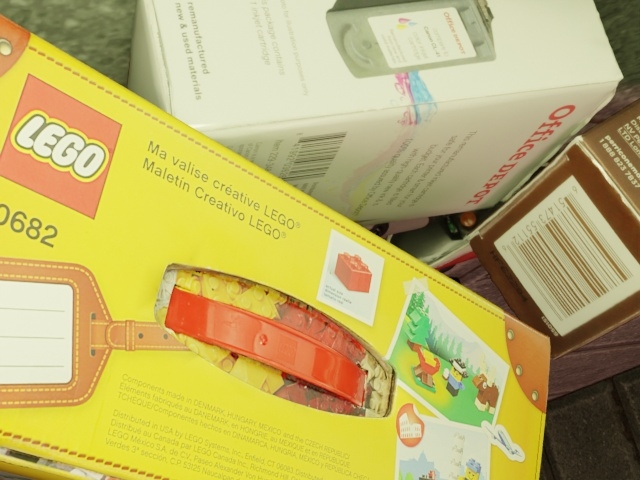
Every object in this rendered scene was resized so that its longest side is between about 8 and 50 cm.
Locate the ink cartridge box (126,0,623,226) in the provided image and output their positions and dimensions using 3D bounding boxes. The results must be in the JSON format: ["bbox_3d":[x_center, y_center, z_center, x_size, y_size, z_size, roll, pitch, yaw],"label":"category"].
[{"bbox_3d":[0.020,-0.099,0.681,0.306,0.131,0.226,-10,162,-18],"label":"ink cartridge box"}]

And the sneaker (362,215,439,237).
[{"bbox_3d":[0.000,0.000,0.987,0.271,0.108,0.100,-12,159,-13],"label":"sneaker"}]

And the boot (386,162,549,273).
[{"bbox_3d":[0.203,-0.020,1.136,0.244,0.088,0.176,-21,171,8],"label":"boot"}]

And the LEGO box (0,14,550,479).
[{"bbox_3d":[-0.143,0.086,0.638,0.372,0.193,0.500,-12,149,45],"label":"LEGO box"}]

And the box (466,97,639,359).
[{"bbox_3d":[0.332,-0.068,0.803,0.381,0.143,0.191,-28,168,-28],"label":"box"}]

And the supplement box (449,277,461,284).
[{"bbox_3d":[0.132,0.110,1.431,0.188,0.081,0.104,5,153,-44],"label":"supplement box"}]
